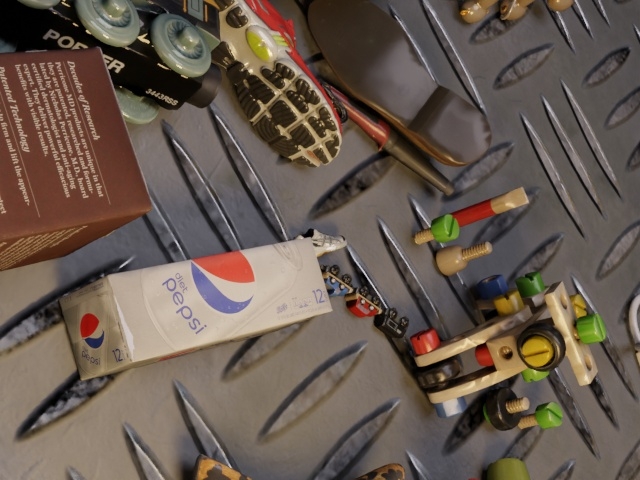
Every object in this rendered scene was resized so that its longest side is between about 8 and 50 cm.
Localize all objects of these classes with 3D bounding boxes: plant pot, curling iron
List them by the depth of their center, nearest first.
[{"bbox_3d":[0.246,0.329,1.495,0.083,0.083,0.079,26,44,-35],"label":"plant pot"},{"bbox_3d":[0.078,-0.131,1.539,0.274,0.035,0.068,31,58,-31],"label":"curling iron"}]

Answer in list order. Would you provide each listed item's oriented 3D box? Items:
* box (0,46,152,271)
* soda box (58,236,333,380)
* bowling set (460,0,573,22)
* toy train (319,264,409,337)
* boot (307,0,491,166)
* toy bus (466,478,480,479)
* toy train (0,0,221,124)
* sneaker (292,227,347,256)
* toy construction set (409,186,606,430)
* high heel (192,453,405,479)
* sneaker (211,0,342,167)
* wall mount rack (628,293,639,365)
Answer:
[{"bbox_3d":[-0.299,-0.065,1.047,0.203,0.168,0.167,-15,84,-47],"label":"box"},{"bbox_3d":[-0.124,0.068,1.217,0.286,0.098,0.091,-11,81,-45],"label":"soda box"},{"bbox_3d":[0.308,-0.462,1.846,0.287,0.154,0.200,-7,60,-44],"label":"bowling set"},{"bbox_3d":[0.051,0.078,1.436,0.158,0.027,0.036,37,62,-29],"label":"toy train"},{"bbox_3d":[0.093,-0.209,1.556,0.305,0.115,0.112,45,82,-2],"label":"boot"},{"bbox_3d":[0.178,0.362,1.314,0.149,0.220,0.211,32,48,-26],"label":"toy bus"},{"bbox_3d":[-0.248,-0.254,1.209,0.334,0.142,0.190,22,48,-35],"label":"toy train"},{"bbox_3d":[0.000,0.000,1.412,0.083,0.032,0.037,-18,87,-47],"label":"sneaker"},{"bbox_3d":[0.265,0.078,1.484,0.257,0.237,0.309,7,68,-46],"label":"toy construction set"},{"bbox_3d":[-0.017,0.260,1.242,0.261,0.093,0.186,-32,104,-37],"label":"high heel"},{"bbox_3d":[-0.052,-0.221,1.404,0.279,0.107,0.118,55,36,-16],"label":"sneaker"},{"bbox_3d":[0.578,0.246,1.806,0.304,0.130,0.350,-12,81,-46],"label":"wall mount rack"}]
